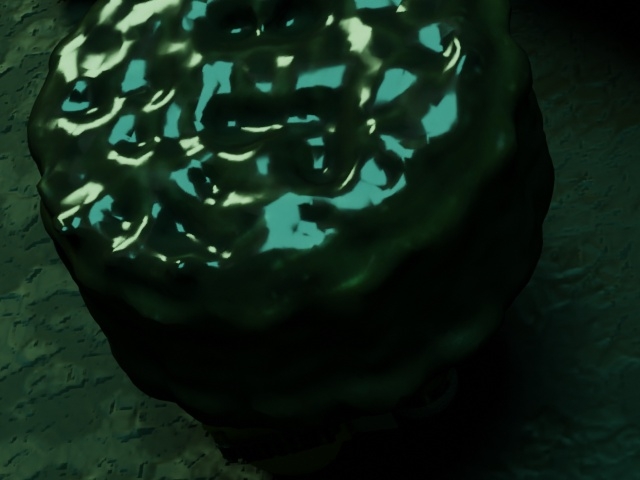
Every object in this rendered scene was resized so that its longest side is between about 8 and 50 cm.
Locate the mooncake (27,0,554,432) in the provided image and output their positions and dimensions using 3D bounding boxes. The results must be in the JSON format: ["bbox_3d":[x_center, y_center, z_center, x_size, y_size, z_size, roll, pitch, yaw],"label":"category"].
[{"bbox_3d":[-0.015,-0.037,0.803,0.228,0.124,0.228,-12,52,15],"label":"mooncake"}]

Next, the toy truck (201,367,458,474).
[{"bbox_3d":[0.000,0.000,0.912,0.114,0.098,0.227,-10,49,14],"label":"toy truck"}]
